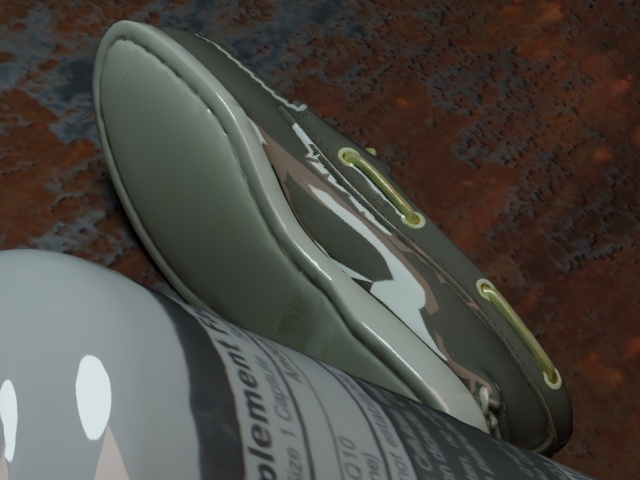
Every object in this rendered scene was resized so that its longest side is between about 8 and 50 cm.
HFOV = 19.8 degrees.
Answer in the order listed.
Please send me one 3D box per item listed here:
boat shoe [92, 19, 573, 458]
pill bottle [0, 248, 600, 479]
[{"bbox_3d":[-0.002,0.003,0.880,0.091,0.109,0.305,-19,57,-38],"label":"boat shoe"},{"bbox_3d":[-0.047,0.125,0.537,0.361,0.204,0.204,25,31,-34],"label":"pill bottle"}]
